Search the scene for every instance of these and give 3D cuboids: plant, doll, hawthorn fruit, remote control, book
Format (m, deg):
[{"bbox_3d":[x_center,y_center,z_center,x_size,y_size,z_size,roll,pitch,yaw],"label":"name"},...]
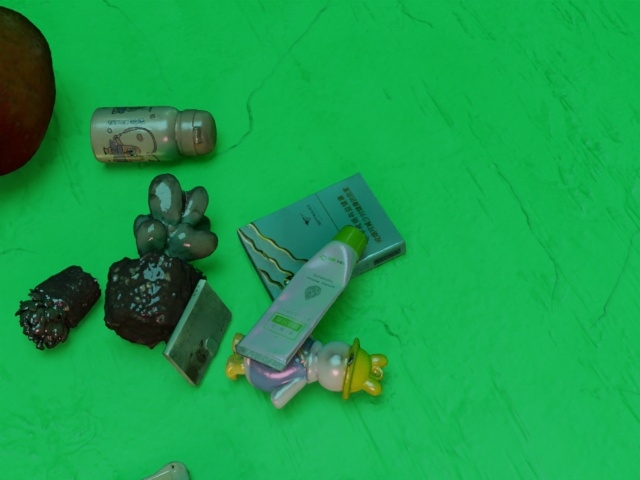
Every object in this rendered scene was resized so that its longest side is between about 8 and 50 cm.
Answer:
[{"bbox_3d":[-0.416,0.105,1.742,0.092,0.094,0.143,36,63,15],"label":"plant"},{"bbox_3d":[-0.022,0.181,1.633,0.241,0.099,0.135,8,31,12],"label":"doll"},{"bbox_3d":[-0.599,-0.225,1.868,0.284,0.285,0.369,-2,62,7],"label":"hawthorn fruit"},{"bbox_3d":[-0.241,0.368,1.581,0.122,0.032,0.074,-22,57,-5],"label":"remote control"},{"bbox_3d":[-0.183,0.143,1.677,0.017,0.103,0.135,5,56,31],"label":"book"},{"bbox_3d":[-0.245,0.027,1.733,0.149,0.146,0.274,4,58,14],"label":"plant"}]

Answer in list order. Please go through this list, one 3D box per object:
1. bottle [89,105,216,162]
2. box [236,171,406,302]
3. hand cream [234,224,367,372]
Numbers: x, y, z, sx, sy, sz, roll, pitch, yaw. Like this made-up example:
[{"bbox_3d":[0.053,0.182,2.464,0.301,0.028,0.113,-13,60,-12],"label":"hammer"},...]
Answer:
[{"bbox_3d":[-0.284,-0.185,1.912,0.209,0.097,0.110,0,14,6],"label":"bottle"},{"bbox_3d":[0.000,0.001,1.778,0.229,0.041,0.162,-26,58,-9],"label":"box"},{"bbox_3d":[-0.020,0.083,1.646,0.079,0.050,0.275,-3,38,45],"label":"hand cream"}]
